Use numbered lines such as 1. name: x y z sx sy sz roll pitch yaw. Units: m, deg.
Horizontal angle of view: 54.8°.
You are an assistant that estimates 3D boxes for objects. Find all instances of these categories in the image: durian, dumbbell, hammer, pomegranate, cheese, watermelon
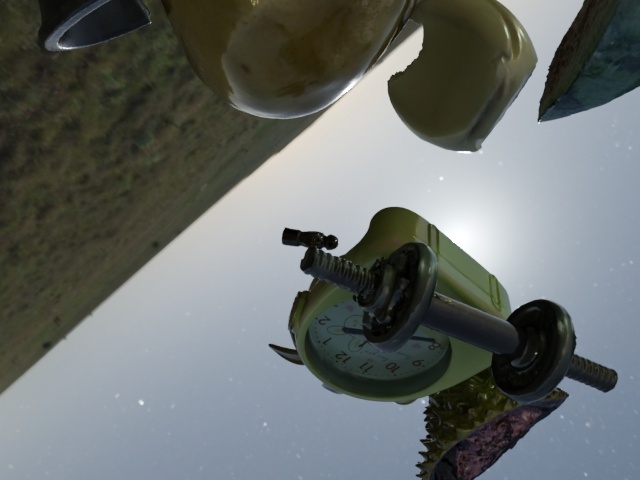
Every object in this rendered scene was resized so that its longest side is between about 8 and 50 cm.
1. durian: 0.156 0.179 0.677 0.186 0.119 0.108 -42 -135 7
2. dumbbell: 0.104 0.059 0.437 0.081 0.254 0.082 -158 -90 -77
3. hammer: 0.000 0.000 0.760 0.178 0.065 0.021 4 94 -81
4. pomegranate: -0.047 -0.307 0.701 0.332 0.332 0.332 -40 -171 8
5. cheese: 0.239 -0.290 1.081 0.127 0.233 0.266 -27 156 -46
6. watermelon: 0.221 -0.160 0.467 0.081 0.094 0.180 -4 169 -7

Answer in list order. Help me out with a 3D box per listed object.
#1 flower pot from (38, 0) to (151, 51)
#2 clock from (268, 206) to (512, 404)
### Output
1. flower pot: -0.350 -0.504 1.023 0.379 0.251 0.379 -23 -164 7
2. clock: 0.048 0.084 0.584 0.232 0.170 0.069 -39 -156 33
